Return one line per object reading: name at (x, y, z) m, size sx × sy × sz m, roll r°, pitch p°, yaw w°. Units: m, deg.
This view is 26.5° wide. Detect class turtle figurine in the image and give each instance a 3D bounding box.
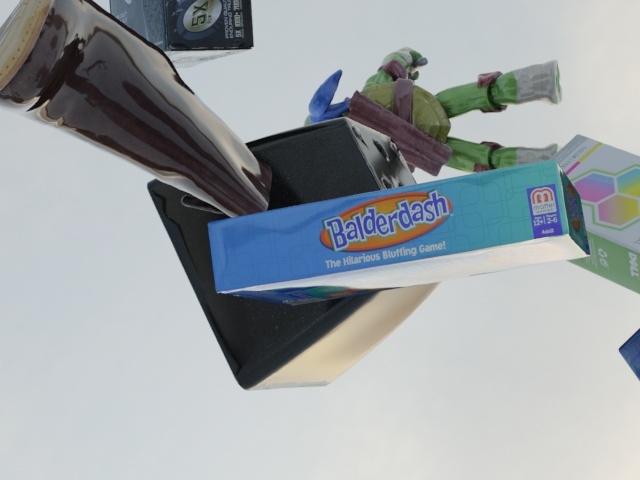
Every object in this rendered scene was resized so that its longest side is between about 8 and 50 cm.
turtle figurine at (0.131, -0.111, 1.478) m, size 0.275 × 0.266 × 0.198 m, roll 69°, pitch -154°, yaw -49°

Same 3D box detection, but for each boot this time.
boot at (-0.114, -0.082, 0.888) m, size 0.090 × 0.207 × 0.248 m, roll -51°, pitch 10°, yaw 9°

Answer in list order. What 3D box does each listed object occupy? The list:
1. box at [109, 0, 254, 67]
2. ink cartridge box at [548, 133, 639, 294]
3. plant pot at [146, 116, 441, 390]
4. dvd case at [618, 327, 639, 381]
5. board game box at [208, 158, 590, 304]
box at (-0.127, -0.230, 1.181) m, size 0.077 × 0.180 × 0.147 m, roll -4°, pitch -86°, yaw -23°
ink cartridge box at (0.292, -0.017, 1.262) m, size 0.109 × 0.209 × 0.062 m, roll -41°, pitch -45°, yaw -24°
plant pot at (0.000, 0.000, 1.117) m, size 0.167 × 0.188 × 0.187 m, roll -32°, pitch -15°, yaw 16°
dvd case at (0.405, 0.150, 1.261) m, size 0.022 × 0.253 × 0.180 m, roll -7°, pitch -34°, yaw -41°
board game box at (0.056, 0.000, 0.851) m, size 0.160 × 0.210 × 0.047 m, roll 21°, pitch -119°, yaw -74°
